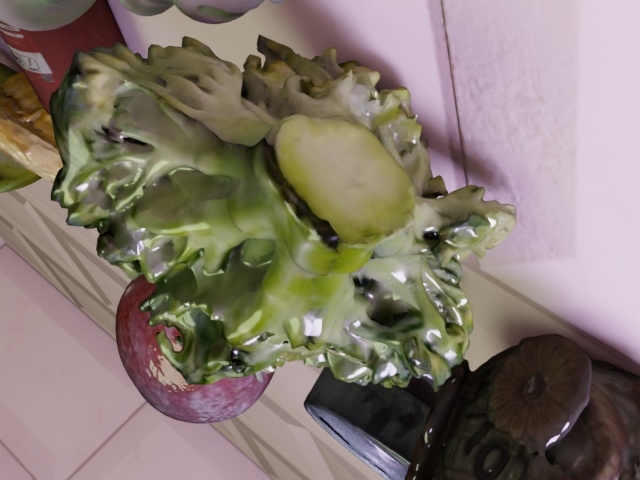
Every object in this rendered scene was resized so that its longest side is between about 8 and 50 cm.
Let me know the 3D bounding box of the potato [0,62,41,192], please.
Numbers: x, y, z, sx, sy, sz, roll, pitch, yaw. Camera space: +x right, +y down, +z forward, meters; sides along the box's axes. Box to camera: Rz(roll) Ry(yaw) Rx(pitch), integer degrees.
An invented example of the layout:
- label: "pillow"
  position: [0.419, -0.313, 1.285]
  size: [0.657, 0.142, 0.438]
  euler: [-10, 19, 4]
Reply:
- label: "potato"
  position: [-0.514, -0.170, 1.316]
  size: [0.304, 0.216, 0.216]
  euler: [9, 155, 5]

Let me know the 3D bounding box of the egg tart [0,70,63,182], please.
- label: "egg tart"
  position: [-0.254, -0.113, 1.047]
  size: [0.290, 0.107, 0.291]
  euler: [32, -173, -4]

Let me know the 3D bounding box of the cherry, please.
- label: "cherry"
  position: [-0.168, 0.134, 1.272]
  size: [0.236, 0.213, 0.285]
  euler: [41, 154, -15]

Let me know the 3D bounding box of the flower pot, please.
- label: "flower pot"
  position: [0.181, 0.220, 0.695]
  size: [0.302, 0.213, 0.302]
  euler: [39, 162, 16]

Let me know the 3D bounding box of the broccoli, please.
- label: "broccoli"
  position: [-0.015, -0.032, 0.575]
  size: [0.288, 0.248, 0.245]
  euler: [4, 166, -22]

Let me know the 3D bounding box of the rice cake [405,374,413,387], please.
- label: "rice cake"
  position: [0.028, 0.112, 1.069]
  size: [0.085, 0.040, 0.226]
  euler: [53, 160, -24]

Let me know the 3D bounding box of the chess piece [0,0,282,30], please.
- label: "chess piece"
  position: [-0.131, -0.197, 0.646]
  size: [0.271, 0.139, 0.139]
  euler: [21, 152, 31]

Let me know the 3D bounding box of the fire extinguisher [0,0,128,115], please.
- label: "fire extinguisher"
  position: [-0.268, -0.229, 0.804]
  size: [0.106, 0.147, 0.337]
  euler: [22, 155, 22]

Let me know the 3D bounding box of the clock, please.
- label: "clock"
  position: [0.120, 0.254, 1.073]
  size: [0.319, 0.066, 0.319]
  euler: [35, 165, 11]

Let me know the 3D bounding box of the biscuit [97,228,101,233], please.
- label: "biscuit"
  position: [-0.317, -0.023, 1.494]
  size: [0.235, 0.063, 0.151]
  euler: [40, 150, 30]
